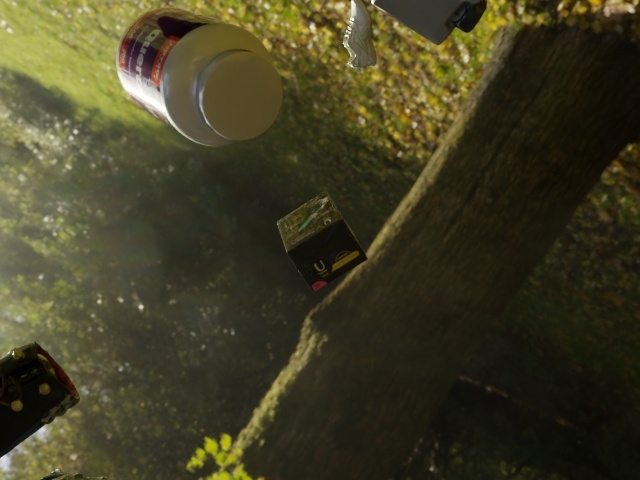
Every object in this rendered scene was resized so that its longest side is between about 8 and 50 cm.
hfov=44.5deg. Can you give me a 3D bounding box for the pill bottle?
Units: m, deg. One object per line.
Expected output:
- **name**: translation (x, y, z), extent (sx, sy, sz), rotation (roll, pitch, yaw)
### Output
- **pill bottle**: translation (-0.187, -0.254, 1.210), extent (0.181, 0.182, 0.323), rotation (40, 177, -37)

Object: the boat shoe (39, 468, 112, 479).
- **boat shoe**: translation (-0.324, 0.327, 1.000), extent (0.081, 0.079, 0.227), rotation (37, 167, 1)

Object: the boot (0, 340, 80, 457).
- **boot**: translation (-0.298, 0.140, 0.609), extent (0.085, 0.178, 0.236), rotation (52, 166, 14)

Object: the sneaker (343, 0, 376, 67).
- **sneaker**: translation (0.079, -0.438, 1.659), extent (0.054, 0.061, 0.152), rotation (-119, 16, -63)

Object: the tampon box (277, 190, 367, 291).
- **tampon box**: translation (0.000, 0.000, 1.480), extent (0.101, 0.120, 0.161), rotation (57, -177, -24)

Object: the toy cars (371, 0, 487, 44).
- **toy cars**: translation (0.101, -0.322, 0.591), extent (0.176, 0.087, 0.394), rotation (9, 148, 23)
